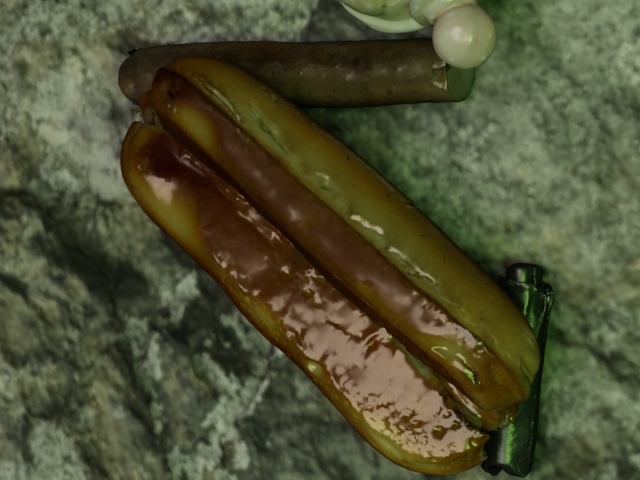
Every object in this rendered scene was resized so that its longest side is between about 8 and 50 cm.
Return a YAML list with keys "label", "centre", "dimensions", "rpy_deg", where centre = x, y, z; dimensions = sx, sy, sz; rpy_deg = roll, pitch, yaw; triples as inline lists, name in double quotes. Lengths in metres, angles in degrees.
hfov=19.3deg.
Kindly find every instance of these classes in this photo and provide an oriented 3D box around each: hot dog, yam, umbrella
- label: "hot dog"
  centre: [0.000, 0.000, 1.168]
  dimensions: [0.337, 0.100, 0.135]
  rpy_deg: [42, 129, 23]
- label: "yam"
  centre: [-0.024, -0.108, 1.222]
  dimensions: [0.264, 0.046, 0.046]
  rpy_deg: [1, 93, 31]
- label: "umbrella"
  centre: [0.121, 0.080, 1.150]
  dimensions: [0.036, 0.031, 0.133]
  rpy_deg: [5, 95, 5]

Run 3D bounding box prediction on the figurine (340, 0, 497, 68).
- label: "figurine"
  centre: [0.089, -0.205, 1.107]
  dimensions: [0.256, 0.144, 0.182]
  rpy_deg: [-2, 111, 29]
